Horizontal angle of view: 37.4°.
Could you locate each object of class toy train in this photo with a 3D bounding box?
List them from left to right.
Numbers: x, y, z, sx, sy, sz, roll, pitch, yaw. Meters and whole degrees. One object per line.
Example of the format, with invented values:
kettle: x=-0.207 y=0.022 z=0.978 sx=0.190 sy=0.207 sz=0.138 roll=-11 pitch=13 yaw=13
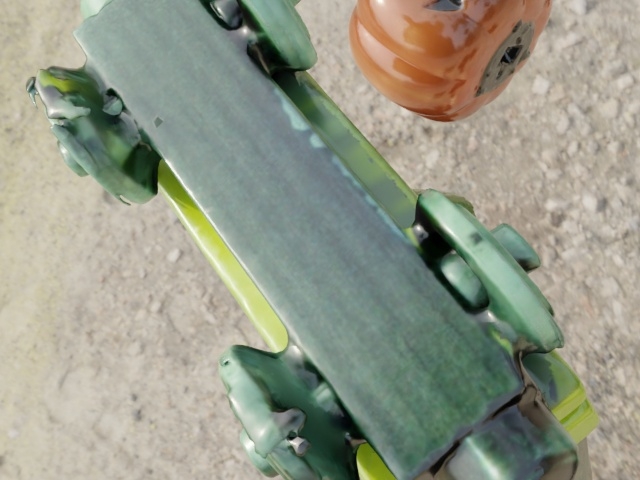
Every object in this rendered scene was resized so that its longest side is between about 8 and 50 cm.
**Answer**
toy train: x=0.000 y=0.000 z=0.599 sx=0.179 sy=0.272 sz=0.442 roll=-40 pitch=61 yaw=3

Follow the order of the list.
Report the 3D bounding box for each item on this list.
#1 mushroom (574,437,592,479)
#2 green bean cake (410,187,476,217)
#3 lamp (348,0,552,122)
mushroom: x=0.257 y=0.268 z=1.192 sx=0.164 sy=0.267 sz=0.189 roll=-3 pitch=57 yaw=38
green bean cake: x=0.080 y=0.042 z=1.181 sx=0.248 sy=0.125 sz=0.222 roll=15 pitch=100 yaw=59
lamp: x=0.111 y=-0.207 z=0.863 sx=0.164 sy=0.187 sz=0.187 roll=43 pitch=90 yaw=20
